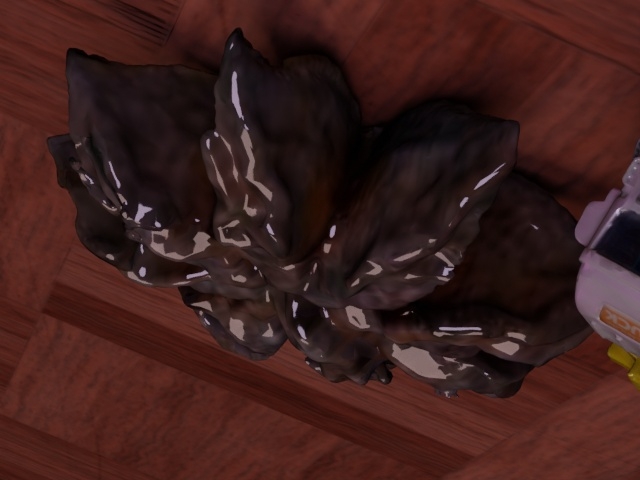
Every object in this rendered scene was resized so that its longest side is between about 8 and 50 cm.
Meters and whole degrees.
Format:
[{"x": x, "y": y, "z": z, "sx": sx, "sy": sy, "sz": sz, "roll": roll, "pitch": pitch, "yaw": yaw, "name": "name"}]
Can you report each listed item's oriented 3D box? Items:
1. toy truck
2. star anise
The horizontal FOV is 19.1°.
[{"x": 0.185, "y": 0.035, "z": 0.854, "sx": 0.098, "sy": 0.114, "sz": 0.227, "roll": 31, "pitch": 173, "yaw": 29, "name": "toy truck"}, {"x": 0.002, "y": 0.000, "z": 0.984, "sx": 0.332, "sy": 0.117, "sz": 0.331, "roll": 16, "pitch": 162, "yaw": 5, "name": "star anise"}]
